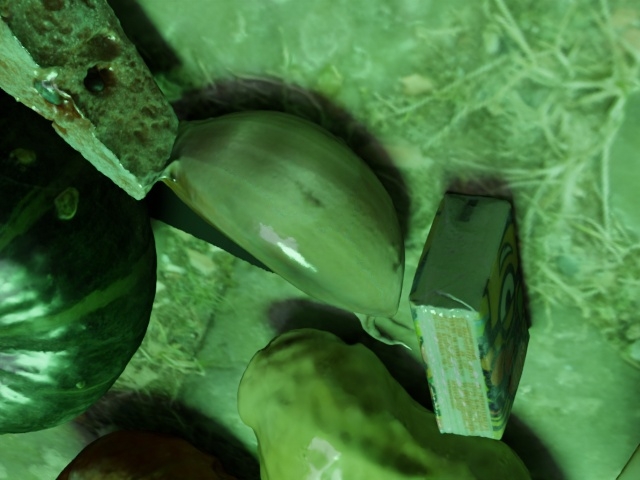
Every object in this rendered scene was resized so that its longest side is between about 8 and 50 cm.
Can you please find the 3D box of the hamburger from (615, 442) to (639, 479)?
[{"bbox_3d":[0.287,0.234,0.924,0.151,0.227,0.295,35,151,28],"label":"hamburger"}]

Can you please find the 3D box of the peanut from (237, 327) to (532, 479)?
[{"bbox_3d":[0.066,0.217,1.074,0.340,0.158,0.174,31,142,-7],"label":"peanut"}]

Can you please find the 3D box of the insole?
[{"bbox_3d":[-0.069,-0.012,1.014,0.232,0.003,0.080,20,140,8],"label":"insole"}]

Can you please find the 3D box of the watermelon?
[{"bbox_3d":[-0.193,-0.129,0.867,0.241,0.094,0.154,46,146,-13],"label":"watermelon"}]

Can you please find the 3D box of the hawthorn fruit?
[{"bbox_3d":[-0.144,0.314,1.283,0.242,0.242,0.271,-19,155,42],"label":"hawthorn fruit"}]

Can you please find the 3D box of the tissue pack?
[{"bbox_3d":[0.108,0.056,0.908,0.060,0.109,0.148,6,138,21],"label":"tissue pack"}]

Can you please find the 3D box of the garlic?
[{"bbox_3d":[0.003,0.004,0.924,0.128,0.148,0.266,-41,106,8],"label":"garlic"}]

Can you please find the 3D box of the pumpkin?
[{"bbox_3d":[-0.265,0.011,0.995,0.300,0.207,0.300,13,126,18],"label":"pumpkin"}]
